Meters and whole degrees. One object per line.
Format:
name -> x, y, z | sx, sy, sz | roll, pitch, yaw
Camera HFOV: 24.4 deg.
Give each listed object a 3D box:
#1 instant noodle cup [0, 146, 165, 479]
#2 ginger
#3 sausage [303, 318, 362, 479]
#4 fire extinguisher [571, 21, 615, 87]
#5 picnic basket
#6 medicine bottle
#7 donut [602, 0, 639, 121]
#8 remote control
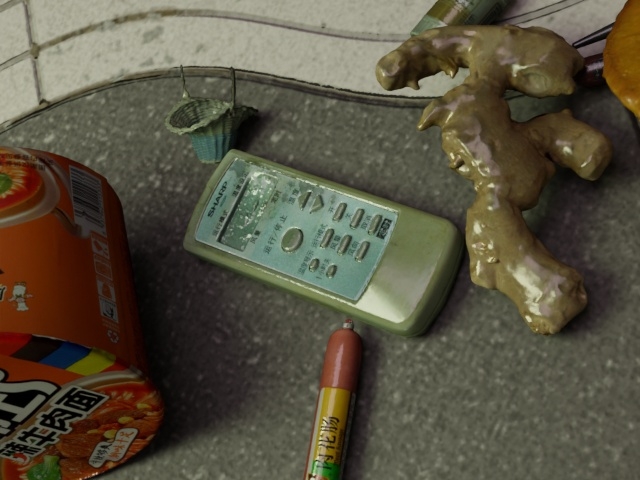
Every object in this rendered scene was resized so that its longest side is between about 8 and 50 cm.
instant noodle cup -> -0.247, 0.059, 1.164 | 0.250, 0.250, 0.192 | -17, 54, 17
ginger -> 0.153, -0.060, 1.108 | 0.149, 0.065, 0.258 | -25, 72, 5
sausage -> 0.004, 0.165, 1.113 | 0.029, 0.029, 0.223 | 1, 69, 25
fire extinguisher -> 0.220, -0.144, 1.140 | 0.100, 0.046, 0.032 | -13, 25, 13
picnic basket -> -0.094, -0.109, 1.252 | 0.065, 0.083, 0.083 | 16, 119, 44
medicine bottle -> 0.116, -0.185, 1.204 | 0.047, 0.047, 0.083 | 39, 88, 32
donut -> 0.346, -0.122, 0.986 | 0.303, 0.110, 0.303 | -18, 35, 14
remote control -> 0.000, 0.000, 1.183 | 0.233, 0.038, 0.098 | 20, 77, 31
